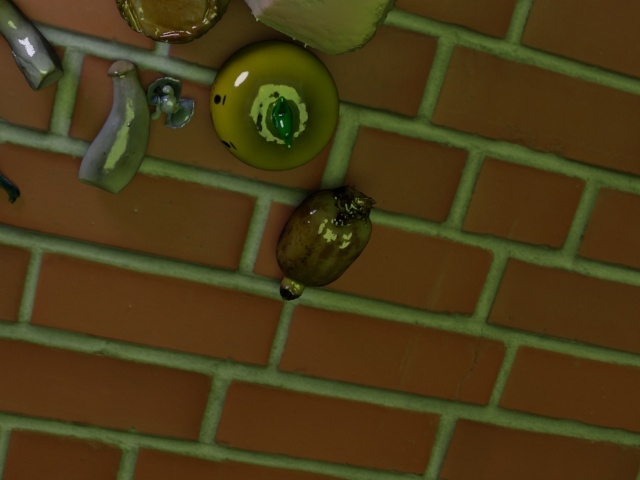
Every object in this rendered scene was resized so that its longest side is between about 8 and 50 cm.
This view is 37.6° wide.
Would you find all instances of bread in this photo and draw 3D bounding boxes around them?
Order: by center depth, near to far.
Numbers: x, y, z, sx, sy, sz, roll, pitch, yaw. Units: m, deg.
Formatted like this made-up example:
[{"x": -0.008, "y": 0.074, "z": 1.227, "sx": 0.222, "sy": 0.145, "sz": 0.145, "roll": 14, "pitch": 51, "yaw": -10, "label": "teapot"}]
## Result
[{"x": -0.275, "y": -0.502, "z": 1.760, "sx": 0.227, "sy": 0.142, "sz": 0.253, "roll": 4, "pitch": 120, "yaw": 5, "label": "bread"}]

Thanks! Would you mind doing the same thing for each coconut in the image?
[{"x": -0.019, "y": -0.518, "z": 1.747, "sx": 0.310, "sy": 0.297, "sz": 0.297, "roll": 24, "pitch": 104, "yaw": -21, "label": "coconut"}]

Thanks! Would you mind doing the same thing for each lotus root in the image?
[{"x": 0.000, "y": 0.000, "z": 2.013, "sx": 0.169, "sy": 0.141, "sz": 0.314, "roll": 32, "pitch": 110, "yaw": -16, "label": "lotus root"}]

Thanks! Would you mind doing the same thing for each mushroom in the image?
[{"x": -0.578, "y": -0.396, "z": 1.794, "sx": 0.081, "sy": 0.092, "sz": 0.223, "roll": -27, "pitch": 105, "yaw": 18, "label": "mushroom"}, {"x": -0.399, "y": -0.223, "z": 1.886, "sx": 0.118, "sy": 0.103, "sz": 0.270, "roll": 19, "pitch": 99, "yaw": -3, "label": "mushroom"}]

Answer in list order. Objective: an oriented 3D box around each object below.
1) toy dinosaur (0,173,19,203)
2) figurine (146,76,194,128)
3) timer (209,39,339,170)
[{"x": -0.716, "y": -0.218, "z": 1.842, "sx": 0.147, "sy": 0.076, "sz": 0.362, "roll": -23, "pitch": 115, "yaw": -22, "label": "toy dinosaur"}, {"x": -0.307, "y": -0.277, "z": 1.888, "sx": 0.094, "sy": 0.082, "sz": 0.086, "roll": -34, "pitch": 137, "yaw": 18, "label": "figurine"}, {"x": -0.083, "y": -0.254, "z": 1.837, "sx": 0.285, "sy": 0.285, "sz": 0.285, "roll": -3, "pitch": 110, "yaw": -9, "label": "timer"}]
